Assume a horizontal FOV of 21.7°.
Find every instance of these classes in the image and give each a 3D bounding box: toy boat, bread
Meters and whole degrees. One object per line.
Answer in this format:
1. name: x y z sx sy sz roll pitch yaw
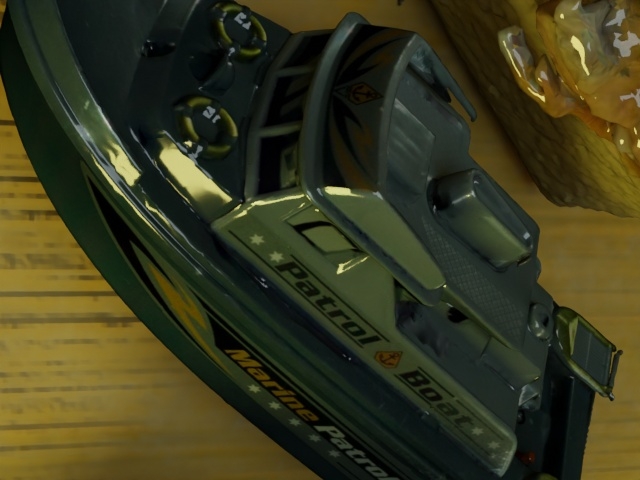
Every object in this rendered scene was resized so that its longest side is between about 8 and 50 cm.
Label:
1. toy boat: 0.004 0.000 0.564 0.296 0.122 0.114 44 41 -31
2. bread: 0.125 -0.081 0.600 0.152 0.147 0.127 -42 117 -9
